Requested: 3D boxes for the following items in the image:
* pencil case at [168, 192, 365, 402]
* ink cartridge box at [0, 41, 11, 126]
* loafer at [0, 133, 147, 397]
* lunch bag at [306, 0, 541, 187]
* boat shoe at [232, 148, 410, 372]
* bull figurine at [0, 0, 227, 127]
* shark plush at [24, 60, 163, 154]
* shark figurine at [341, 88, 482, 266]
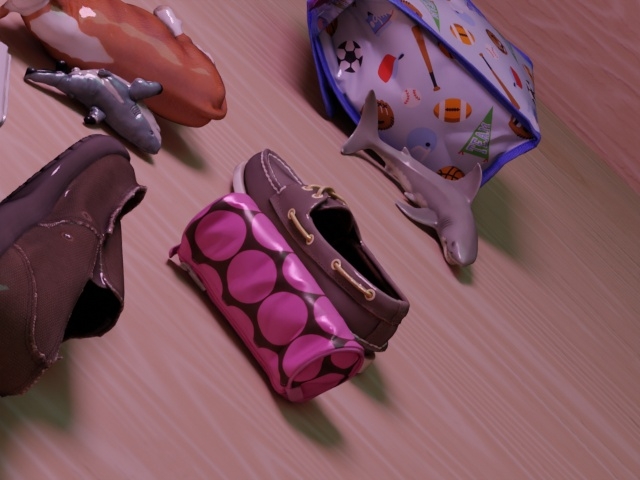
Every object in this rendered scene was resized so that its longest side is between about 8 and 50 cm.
[{"bbox_3d":[-0.052,0.059,1.514,0.209,0.098,0.095,51,-24,23],"label":"pencil case"},{"bbox_3d":[-0.374,-0.158,1.333,0.212,0.093,0.154,32,22,-25],"label":"ink cartridge box"},{"bbox_3d":[-0.216,0.027,1.229,0.130,0.134,0.366,51,23,-8],"label":"loafer"},{"bbox_3d":[0.125,-0.276,2.370,0.385,0.239,0.328,45,19,-17],"label":"lunch bag"},{"bbox_3d":[0.000,0.000,1.727,0.117,0.096,0.324,25,25,-41],"label":"boat shoe"},{"bbox_3d":[-0.237,-0.231,1.747,0.310,0.101,0.188,35,17,-25],"label":"bull figurine"},{"bbox_3d":[-0.231,-0.148,1.663,0.161,0.073,0.067,32,51,-41],"label":"shark plush"},{"bbox_3d":[0.162,-0.086,2.219,0.278,0.116,0.166,51,19,18],"label":"shark figurine"}]
